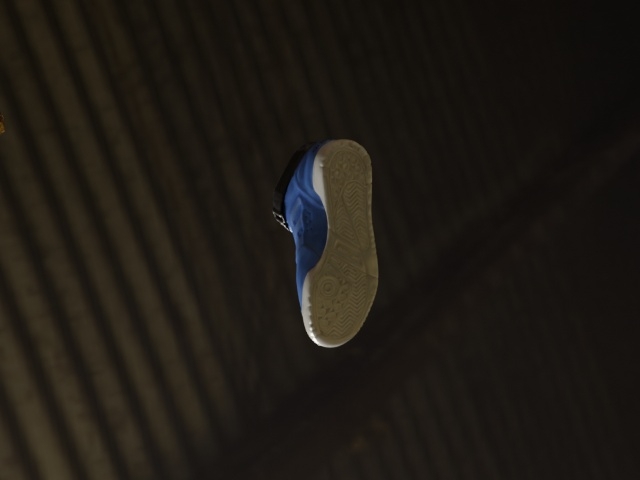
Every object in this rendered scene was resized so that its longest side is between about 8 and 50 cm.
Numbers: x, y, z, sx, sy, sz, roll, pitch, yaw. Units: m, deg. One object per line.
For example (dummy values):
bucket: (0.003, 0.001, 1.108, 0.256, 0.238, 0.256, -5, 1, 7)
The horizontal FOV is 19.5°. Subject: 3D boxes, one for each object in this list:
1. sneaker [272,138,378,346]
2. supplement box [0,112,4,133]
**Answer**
sneaker: (0.001, 0.000, 1.380, 0.058, 0.084, 0.152, -2, -85, -23)
supplement box: (-0.253, -0.104, 1.265, 0.083, 0.043, 0.055, 62, 178, -15)
